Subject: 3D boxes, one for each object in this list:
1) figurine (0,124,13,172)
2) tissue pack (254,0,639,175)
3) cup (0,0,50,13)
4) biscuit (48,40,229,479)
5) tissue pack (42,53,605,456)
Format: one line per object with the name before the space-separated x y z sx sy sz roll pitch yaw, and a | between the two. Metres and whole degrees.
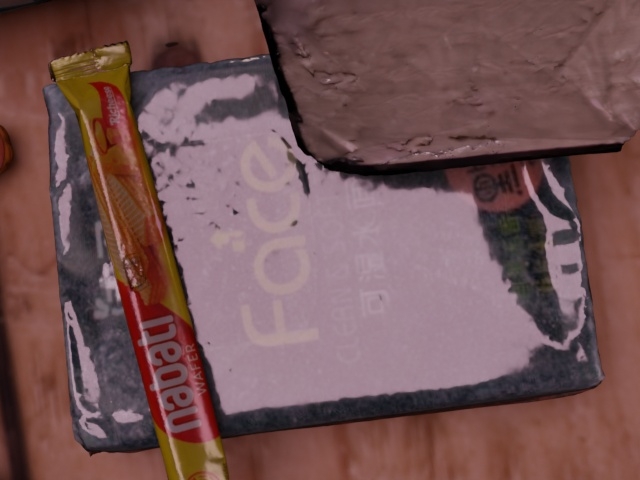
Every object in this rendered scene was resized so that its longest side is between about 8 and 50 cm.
figurine | -0.252 -0.048 0.990 0.109 0.047 0.064 -20 90 12
tissue pack | 0.072 -0.240 0.848 0.210 0.198 0.370 -8 58 9
cup | -0.220 -0.270 0.937 0.257 0.219 0.290 -11 52 4
biscuit | -0.097 0.030 0.872 0.048 0.026 0.292 -14 85 -16
tissue pack | 0.000 0.000 0.930 0.315 0.103 0.228 -8 82 4
